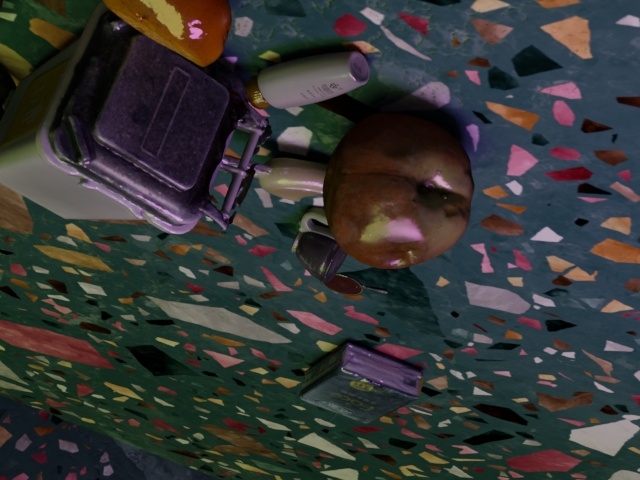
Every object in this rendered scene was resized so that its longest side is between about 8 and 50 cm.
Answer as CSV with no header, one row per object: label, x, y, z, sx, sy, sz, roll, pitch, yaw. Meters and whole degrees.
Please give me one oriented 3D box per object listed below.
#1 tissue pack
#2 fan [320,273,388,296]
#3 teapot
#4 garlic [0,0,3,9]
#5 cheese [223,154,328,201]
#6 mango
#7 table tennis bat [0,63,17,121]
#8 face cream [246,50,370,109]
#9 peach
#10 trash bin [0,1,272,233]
tissue pack,0.085,0.307,2.499,0.185,0.081,0.257,23,153,-13
fan,0.062,0.085,2.148,0.133,0.005,0.085,8,153,21
teapot,0.002,-0.001,1.946,0.090,0.124,0.092,28,-162,11
garlic,-0.542,-0.304,1.542,0.244,0.161,0.245,6,149,4
cheese,-0.070,-0.100,1.751,0.235,0.050,0.127,11,169,-31
mango,-0.197,-0.304,1.408,0.217,0.102,0.141,35,169,-28
table tennis bat,-0.479,-0.210,1.768,0.033,0.124,0.201,-10,166,30
face cream,-0.019,-0.211,1.539,0.182,0.051,0.072,-8,146,40
peach,0.093,-0.059,1.604,0.214,0.214,0.235,27,160,-21
trash bin,-0.290,-0.142,1.644,0.296,0.256,0.367,30,158,-32
